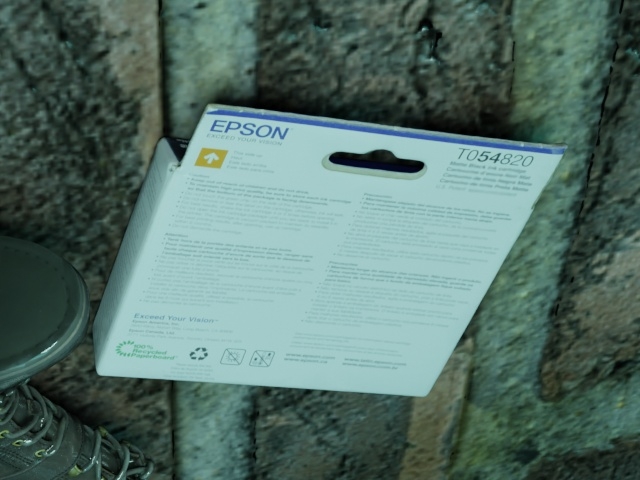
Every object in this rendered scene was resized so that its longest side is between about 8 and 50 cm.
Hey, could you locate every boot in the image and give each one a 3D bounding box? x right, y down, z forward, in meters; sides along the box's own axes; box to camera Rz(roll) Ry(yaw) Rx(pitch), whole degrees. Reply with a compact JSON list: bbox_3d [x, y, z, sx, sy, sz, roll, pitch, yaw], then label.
[{"bbox_3d":[-0.176,0.097,1.115,0.263,0.091,0.229,-16,145,33],"label":"boot"}]

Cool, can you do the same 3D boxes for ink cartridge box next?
[{"bbox_3d":[0.000,0.000,1.109,0.223,0.045,0.224,6,135,-23],"label":"ink cartridge box"}]
